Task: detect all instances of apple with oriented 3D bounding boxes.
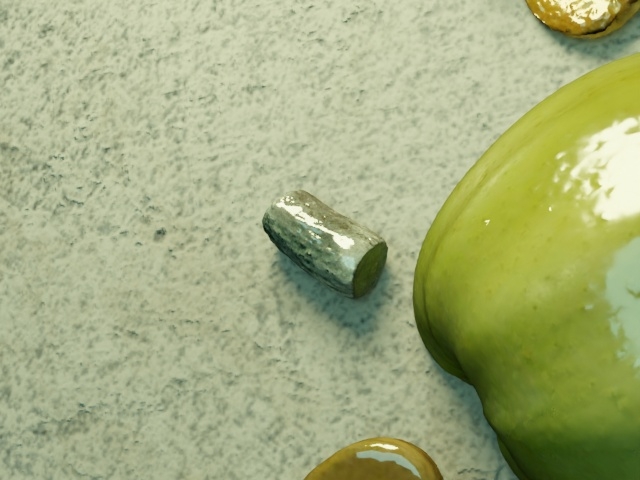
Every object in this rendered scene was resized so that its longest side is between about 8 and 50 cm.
[{"bbox_3d":[0.260,0.046,0.847,0.360,0.311,0.320,-33,28,10],"label":"apple"}]

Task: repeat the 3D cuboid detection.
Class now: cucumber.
[{"bbox_3d":[0.002,0.001,0.960,0.112,0.064,0.064,33,93,23],"label":"cucumber"}]

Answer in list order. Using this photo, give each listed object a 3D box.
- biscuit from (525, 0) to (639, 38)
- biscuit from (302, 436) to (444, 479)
[{"bbox_3d":[0.275,-0.279,0.927,0.247,0.029,0.118,-47,63,7],"label":"biscuit"},{"bbox_3d":[0.069,0.363,0.838,0.394,0.076,0.368,32,100,13],"label":"biscuit"}]
